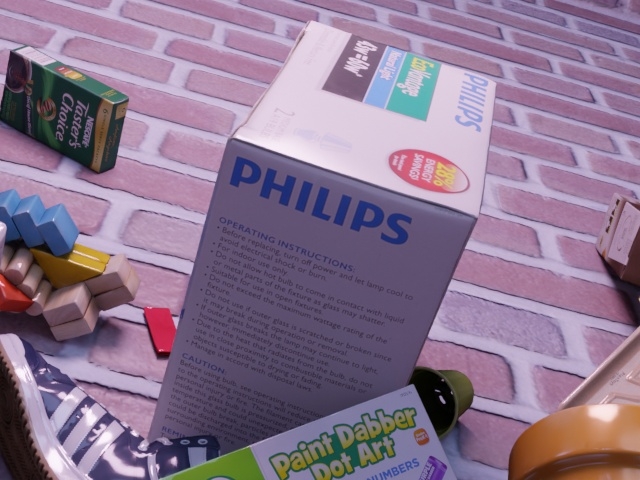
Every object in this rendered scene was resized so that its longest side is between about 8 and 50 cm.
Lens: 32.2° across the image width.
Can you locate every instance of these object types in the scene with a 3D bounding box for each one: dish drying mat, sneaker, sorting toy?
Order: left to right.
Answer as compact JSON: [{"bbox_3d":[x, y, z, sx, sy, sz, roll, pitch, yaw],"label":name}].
[{"bbox_3d":[-0.192,0.184,1.004,0.153,0.099,0.282,-12,47,-34],"label":"sneaker"},{"bbox_3d":[-0.177,0.102,1.247,0.032,0.008,0.083,4,31,-24],"label":"dish drying mat"},{"bbox_3d":[0.412,0.211,1.295,0.193,0.038,0.208,-38,57,-23],"label":"sorting toy"}]

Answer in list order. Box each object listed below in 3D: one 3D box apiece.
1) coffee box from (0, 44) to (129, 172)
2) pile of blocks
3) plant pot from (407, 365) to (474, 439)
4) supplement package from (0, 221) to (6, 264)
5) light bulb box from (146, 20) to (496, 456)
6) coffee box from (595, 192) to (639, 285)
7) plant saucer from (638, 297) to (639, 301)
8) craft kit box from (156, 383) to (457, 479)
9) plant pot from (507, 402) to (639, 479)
[{"bbox_3d":[-0.355,-0.182,1.529,0.184,0.113,0.040,29,30,16],"label":"coffee box"},{"bbox_3d":[-0.370,0.006,1.162,0.362,0.149,0.112,15,29,-7],"label":"pile of blocks"},{"bbox_3d":[0.132,0.175,1.233,0.083,0.083,0.079,33,20,26],"label":"plant pot"},{"bbox_3d":[-0.388,0.089,0.955,0.149,0.203,0.194,19,30,1],"label":"supplement package"},{"bbox_3d":[0.010,0.017,1.134,0.225,0.361,0.358,19,29,2],"label":"light bulb box"},{"bbox_3d":[0.495,0.010,1.611,0.141,0.098,0.246,19,11,3],"label":"coffee box"},{"bbox_3d":[0.581,0.153,1.347,0.333,0.081,0.333,28,11,-2],"label":"plant saucer"},{"bbox_3d":[0.018,0.266,0.874,0.250,0.061,0.246,-16,71,-31],"label":"craft kit box"},{"bbox_3d":[0.272,0.285,1.012,0.205,0.205,0.188,16,44,-3],"label":"plant pot"}]
